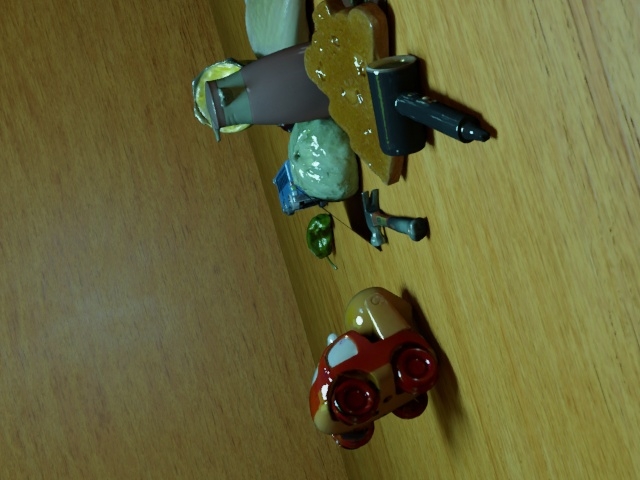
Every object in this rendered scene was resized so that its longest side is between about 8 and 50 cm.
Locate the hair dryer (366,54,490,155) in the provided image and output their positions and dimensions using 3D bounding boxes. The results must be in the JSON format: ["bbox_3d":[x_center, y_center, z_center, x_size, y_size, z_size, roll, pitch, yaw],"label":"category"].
[{"bbox_3d":[0.137,-0.146,0.890,0.255,0.070,0.128,-130,25,-58],"label":"hair dryer"}]

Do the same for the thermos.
[{"bbox_3d":[-0.082,-0.278,1.322,0.176,0.265,0.146,143,110,-82],"label":"thermos"}]

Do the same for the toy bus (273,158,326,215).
[{"bbox_3d":[-0.045,-0.143,1.802,0.234,0.116,0.133,157,98,-79],"label":"toy bus"}]

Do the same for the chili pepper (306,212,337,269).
[{"bbox_3d":[-0.001,0.002,1.910,0.204,0.072,0.073,87,163,-51],"label":"chili pepper"}]

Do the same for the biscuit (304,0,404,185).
[{"bbox_3d":[0.067,-0.235,1.123,0.306,0.043,0.284,68,160,-9],"label":"biscuit"}]

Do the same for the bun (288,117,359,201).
[{"bbox_3d":[-0.003,-0.173,1.466,0.212,0.127,0.203,-119,18,-58],"label":"bun"}]

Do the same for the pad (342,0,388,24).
[{"bbox_3d":[0.059,-0.377,1.124,0.267,0.004,0.181,-116,14,-49],"label":"pad"}]

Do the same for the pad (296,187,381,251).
[{"bbox_3d":[0.035,-0.048,1.512,0.170,0.006,0.245,37,-178,-17],"label":"pad"}]

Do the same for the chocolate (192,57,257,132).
[{"bbox_3d":[-0.151,-0.366,1.681,0.445,0.162,0.162,-56,-45,-69],"label":"chocolate"}]

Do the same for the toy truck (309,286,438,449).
[{"bbox_3d":[0.078,0.216,1.267,0.239,0.265,0.189,57,162,29],"label":"toy truck"}]

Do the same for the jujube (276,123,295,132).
[{"bbox_3d":[-0.050,-0.293,1.595,0.166,0.104,0.104,-97,-2,-57],"label":"jujube"}]

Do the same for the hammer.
[{"bbox_3d":[0.126,-0.030,1.227,0.288,0.033,0.111,-151,45,-77],"label":"hammer"}]

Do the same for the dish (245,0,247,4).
[{"bbox_3d":[-0.112,-0.534,1.645,0.229,0.081,0.229,160,90,-80],"label":"dish"}]

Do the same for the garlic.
[{"bbox_3d":[-0.081,-0.477,1.455,0.143,0.112,0.318,44,151,24],"label":"garlic"}]
